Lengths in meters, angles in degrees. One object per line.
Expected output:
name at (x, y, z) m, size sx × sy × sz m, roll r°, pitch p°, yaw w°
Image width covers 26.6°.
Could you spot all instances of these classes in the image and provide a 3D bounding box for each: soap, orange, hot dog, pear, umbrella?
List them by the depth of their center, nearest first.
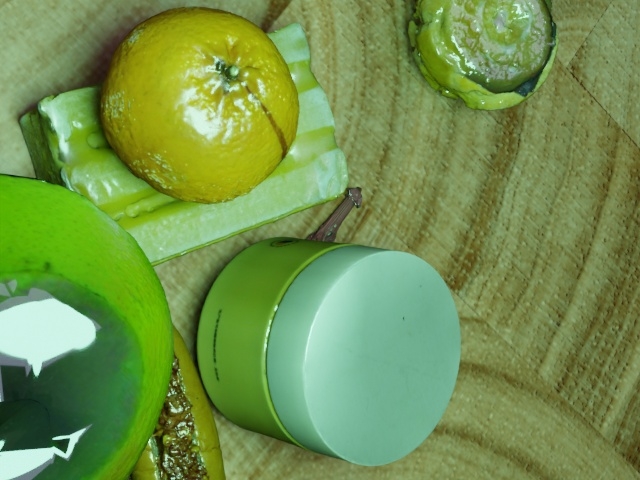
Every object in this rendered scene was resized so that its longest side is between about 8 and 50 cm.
pear at (-0.304, 0.136, 1.217) m, size 0.398 × 0.165 × 0.399 m, roll -3°, pitch 99°, yaw -19°
orange at (-0.112, -0.131, 1.297) m, size 0.193 × 0.161 × 0.193 m, roll 0°, pitch 90°, yaw -27°
hot dog at (-0.153, 0.198, 1.398) m, size 0.102 × 0.076 × 0.249 m, roll -13°, pitch 91°, yaw -33°
soap at (-0.137, -0.093, 1.421) m, size 0.315 × 0.091 × 0.199 m, roll -23°, pitch 98°, yaw -29°
umbrella at (0.000, 0.000, 1.525) m, size 0.027 × 0.025 × 0.165 m, roll 38°, pitch 67°, yaw -3°

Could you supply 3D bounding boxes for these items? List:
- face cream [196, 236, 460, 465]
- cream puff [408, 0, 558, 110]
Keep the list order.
face cream at (0.007, 0.110, 1.406) m, size 0.218 × 0.179 × 0.218 m, roll -6°, pitch 99°, yaw -41°
cream puff at (0.191, -0.241, 1.586) m, size 0.189 × 0.129 × 0.189 m, roll 0°, pitch 91°, yaw -18°
